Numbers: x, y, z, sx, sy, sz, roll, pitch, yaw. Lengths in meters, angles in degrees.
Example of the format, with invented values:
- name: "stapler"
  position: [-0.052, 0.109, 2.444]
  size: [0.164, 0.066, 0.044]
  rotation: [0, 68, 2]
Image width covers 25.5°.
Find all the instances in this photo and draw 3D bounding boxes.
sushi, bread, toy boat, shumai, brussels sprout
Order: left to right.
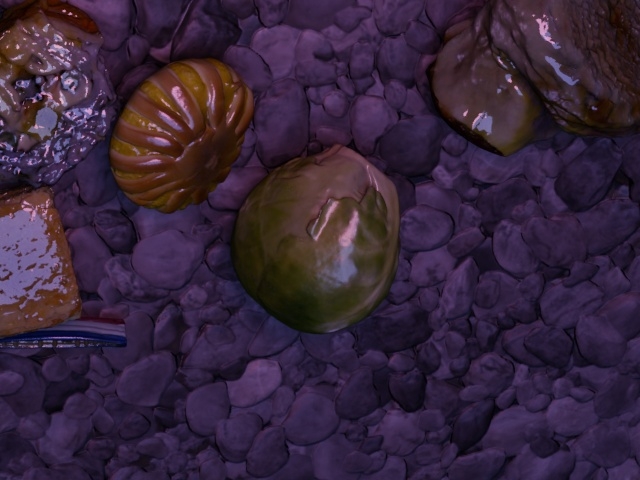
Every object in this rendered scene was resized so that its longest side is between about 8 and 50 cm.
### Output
- name: "sushi"
  position: [-0.368, -0.164, 1.726]
  size: [0.274, 0.139, 0.184]
  rotation: [-42, 117, 6]
- name: "bread"
  position: [-0.387, 0.029, 1.817]
  size: [0.138, 0.102, 0.196]
  rotation: [-11, 104, -8]
- name: "toy boat"
  position: [-0.376, 0.126, 1.908]
  size: [0.229, 0.080, 0.046]
  rotation: [2, 80, -11]
- name: "bread"
  position: [-0.170, -0.127, 1.774]
  size: [0.213, 0.105, 0.213]
  rotation: [-30, 146, -23]
- name: "brussels sprout"
  position: [0.000, 0.000, 1.851]
  size: [0.244, 0.244, 0.244]
  rotation: [-5, 116, -11]
- name: "shumai"
  position: [0.274, -0.245, 1.844]
  size: [0.263, 0.304, 0.309]
  rotation: [-20, 126, 36]
